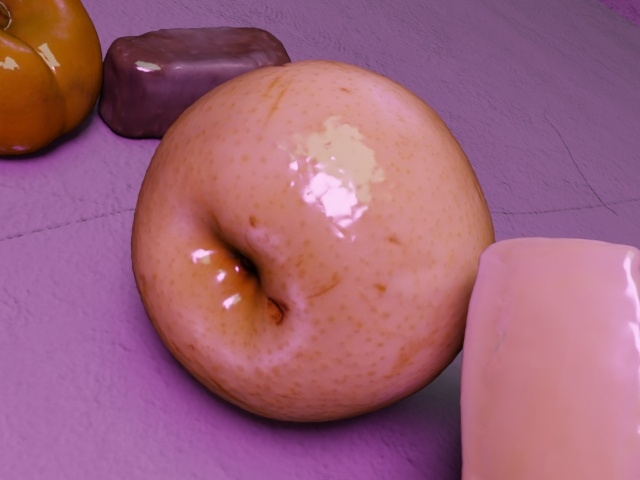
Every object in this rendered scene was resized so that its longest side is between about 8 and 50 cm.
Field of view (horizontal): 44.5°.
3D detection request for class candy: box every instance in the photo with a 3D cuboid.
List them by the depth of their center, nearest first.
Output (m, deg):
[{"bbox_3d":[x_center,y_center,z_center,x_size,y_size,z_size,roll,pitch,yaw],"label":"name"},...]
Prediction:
[{"bbox_3d":[-0.144,-0.191,0.932,0.234,0.104,0.102,-9,52,-35],"label":"candy"}]

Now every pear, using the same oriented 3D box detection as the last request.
[{"bbox_3d":[0.000,0.000,0.662,0.309,0.309,0.309,14,41,-13],"label":"pear"}]

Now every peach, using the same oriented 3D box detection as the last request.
[{"bbox_3d":[-0.347,-0.198,0.812,0.251,0.153,0.251,18,52,-25],"label":"peach"}]

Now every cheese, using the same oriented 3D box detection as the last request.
[{"bbox_3d":[0.179,0.140,0.564,0.123,0.265,0.243,-6,75,21],"label":"cheese"}]
